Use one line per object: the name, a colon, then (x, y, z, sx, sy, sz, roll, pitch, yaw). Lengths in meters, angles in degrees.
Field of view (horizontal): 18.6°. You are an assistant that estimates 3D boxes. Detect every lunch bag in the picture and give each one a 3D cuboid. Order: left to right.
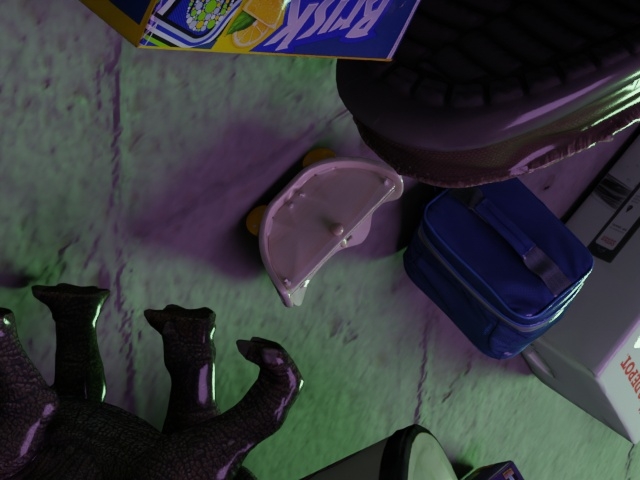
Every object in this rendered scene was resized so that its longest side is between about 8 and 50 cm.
lunch bag: (0.094, 0.006, 1.050, 0.067, 0.098, 0.065, -38, 166, -28)

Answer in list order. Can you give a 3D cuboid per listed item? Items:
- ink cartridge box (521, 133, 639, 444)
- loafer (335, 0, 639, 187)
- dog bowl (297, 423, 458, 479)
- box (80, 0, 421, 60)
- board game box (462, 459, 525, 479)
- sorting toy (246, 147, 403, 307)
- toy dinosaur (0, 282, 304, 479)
ink cartridge box: (0.220, 0.014, 1.246, 0.203, 0.086, 0.148, -50, 151, -6)
loafer: (0.152, -0.104, 0.971, 0.366, 0.134, 0.130, -29, 143, -36)
dog bowl: (0.022, 0.309, 1.013, 0.150, 0.408, 0.408, -12, 150, 10)
box: (-0.026, -0.110, 0.785, 0.169, 0.059, 0.054, -5, 128, -53)
board game box: (0.094, 0.248, 1.266, 0.170, 0.141, 0.048, -35, -174, -30)
sorting toy: (0.000, 0.000, 0.965, 0.083, 0.045, 0.075, -45, 157, -14)
toy dinosaur: (-0.081, 0.108, 0.800, 0.121, 0.314, 0.160, -39, 136, -78)
